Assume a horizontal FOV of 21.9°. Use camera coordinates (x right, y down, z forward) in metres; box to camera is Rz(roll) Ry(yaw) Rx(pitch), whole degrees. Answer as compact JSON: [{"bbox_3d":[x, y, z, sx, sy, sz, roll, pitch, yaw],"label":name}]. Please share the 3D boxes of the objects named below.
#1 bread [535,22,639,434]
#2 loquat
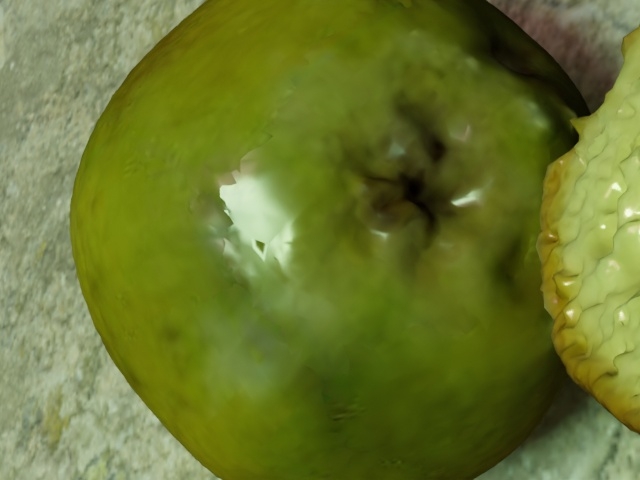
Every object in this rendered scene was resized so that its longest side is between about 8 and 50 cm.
[{"bbox_3d":[0.201,0.013,0.413,0.194,0.179,0.340,-66,18,3],"label":"bread"},{"bbox_3d":[0.000,0.000,0.652,0.246,0.213,0.213,160,117,-69],"label":"loquat"}]
